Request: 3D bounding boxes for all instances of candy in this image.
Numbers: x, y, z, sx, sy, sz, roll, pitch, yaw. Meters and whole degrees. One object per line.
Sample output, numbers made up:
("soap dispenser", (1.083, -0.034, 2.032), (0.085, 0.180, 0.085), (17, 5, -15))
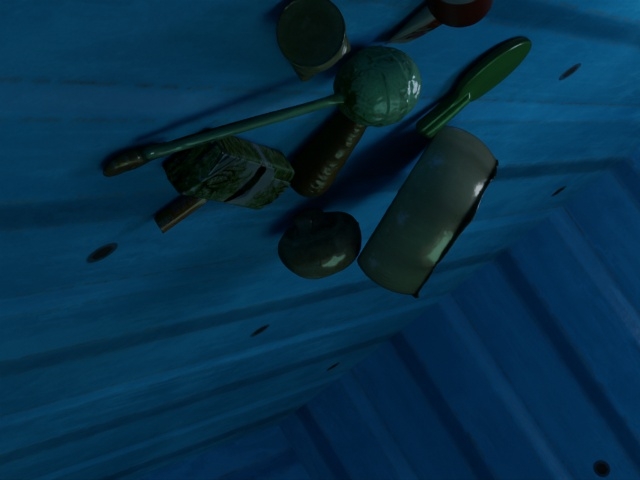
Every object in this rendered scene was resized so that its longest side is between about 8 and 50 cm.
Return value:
("candy", (-0.049, -0.176, 1.672), (0.439, 0.119, 0.119), (-20, 162, -25))

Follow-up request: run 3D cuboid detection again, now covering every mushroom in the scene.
("mushroom", (0.000, 0.000, 2.268), (0.166, 0.127, 0.166), (-11, -154, 6))

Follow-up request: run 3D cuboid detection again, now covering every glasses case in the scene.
("glasses case", (-0.130, -0.101, 1.801), (0.095, 0.062, 0.272), (-37, 166, 16))

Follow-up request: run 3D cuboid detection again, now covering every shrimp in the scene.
("shrimp", (-0.247, -0.109, 1.612), (0.108, 0.023, 0.059), (-22, 172, -38))

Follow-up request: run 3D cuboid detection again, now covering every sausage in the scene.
("sausage", (-0.209, -0.053, 1.853), (0.107, 0.031, 0.031), (-35, 166, 10))

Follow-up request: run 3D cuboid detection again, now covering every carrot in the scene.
("carrot", (0.043, -0.178, 1.914), (0.078, 0.078, 0.298), (-17, 156, -46))

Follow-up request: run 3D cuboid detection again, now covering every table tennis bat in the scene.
("table tennis bat", (0.275, -0.276, 2.147), (0.257, 0.039, 0.160), (-41, 165, 10))

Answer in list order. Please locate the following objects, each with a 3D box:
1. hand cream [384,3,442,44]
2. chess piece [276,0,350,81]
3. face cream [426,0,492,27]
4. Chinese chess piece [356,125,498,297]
("hand cream", (0.195, -0.349, 1.724), (0.234, 0.050, 0.080), (-34, 171, 30))
("chess piece", (-0.006, -0.253, 1.557), (0.090, 0.090, 0.200), (-33, 177, 2))
("face cream", (0.179, -0.357, 1.540), (0.095, 0.096, 0.214), (-33, 166, 0))
("Chinese chess piece", (0.203, -0.055, 2.268), (0.338, 0.140, 0.338), (-57, 179, -1))
